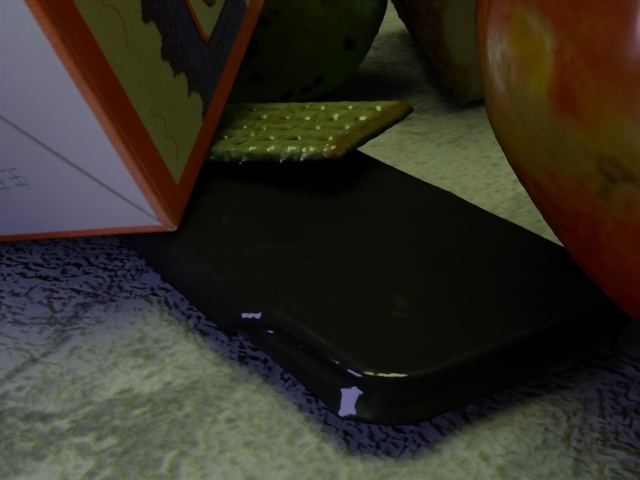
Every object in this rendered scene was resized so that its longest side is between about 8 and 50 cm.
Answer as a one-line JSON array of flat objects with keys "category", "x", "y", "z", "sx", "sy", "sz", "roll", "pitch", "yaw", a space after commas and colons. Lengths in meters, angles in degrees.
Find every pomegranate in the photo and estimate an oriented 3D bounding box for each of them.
[{"category": "pomegranate", "x": -0.057, "y": -0.215, "z": 0.981, "sx": 0.211, "sy": 0.211, "sz": 0.263, "roll": -19, "pitch": 6, "yaw": -26}]

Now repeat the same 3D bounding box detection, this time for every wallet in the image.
[{"category": "wallet", "x": 0.000, "y": 0.000, "z": 0.696, "sx": 0.197, "sy": 0.051, "sz": 0.377, "roll": -19, "pitch": 30, "yaw": -30}]

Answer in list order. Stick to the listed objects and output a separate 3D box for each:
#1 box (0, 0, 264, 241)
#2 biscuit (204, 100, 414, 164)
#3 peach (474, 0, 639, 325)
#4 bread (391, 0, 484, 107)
[{"category": "box", "x": -0.263, "y": -0.189, "z": 0.700, "sx": 0.349, "sy": 0.318, "sz": 0.257, "roll": -4, "pitch": 49, "yaw": 22}, {"category": "biscuit", "x": -0.066, "y": -0.077, "z": 0.788, "sx": 0.231, "sy": 0.016, "sz": 0.139, "roll": 3, "pitch": 21, "yaw": 26}, {"category": "peach", "x": 0.261, "y": -0.105, "z": 0.525, "sx": 0.388, "sy": 0.388, "sz": 0.388, "roll": -4, "pitch": 27, "yaw": 2}, {"category": "bread", "x": 0.144, "y": -0.306, "z": 0.956, "sx": 0.207, "sy": 0.279, "sz": 0.279, "roll": -18, "pitch": 37, "yaw": 0}]
